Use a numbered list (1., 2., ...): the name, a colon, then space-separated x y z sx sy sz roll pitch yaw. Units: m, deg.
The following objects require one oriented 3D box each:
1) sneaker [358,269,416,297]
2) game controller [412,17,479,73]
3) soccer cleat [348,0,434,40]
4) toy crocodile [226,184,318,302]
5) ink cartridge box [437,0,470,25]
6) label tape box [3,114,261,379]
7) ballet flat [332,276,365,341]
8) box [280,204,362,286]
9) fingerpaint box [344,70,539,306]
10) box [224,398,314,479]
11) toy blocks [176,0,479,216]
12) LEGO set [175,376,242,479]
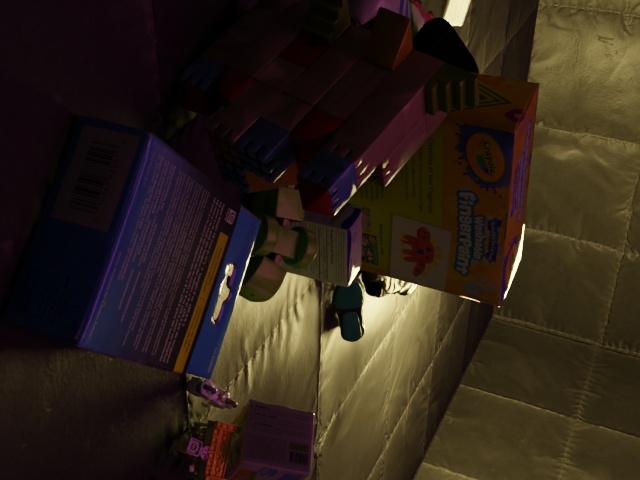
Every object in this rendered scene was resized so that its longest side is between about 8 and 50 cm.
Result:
1. sneaker: 0.146 0.087 2.095 0.124 0.107 0.283 -55 151 -12
2. game controller: 0.203 -0.288 1.729 0.067 0.166 0.319 -30 167 -31
3. soccer cleat: 0.124 -0.421 1.673 0.143 0.116 0.331 -60 158 3
4. toy crocodile: -0.065 -0.067 1.398 0.115 0.105 0.340 18 80 -43
5. ink cartridge box: 0.305 -0.654 1.936 0.275 0.060 0.239 100 -13 -66
6. label tape box: -0.209 0.027 1.067 0.333 0.106 0.241 43 63 -68
7. ballet flat: 0.063 0.139 1.942 0.068 0.072 0.213 -95 180 -47
8. box: 0.000 0.000 1.554 0.072 0.137 0.126 -53 150 -48
9. fingerpaint box: 0.207 -0.115 1.689 0.445 0.371 0.163 82 30 -44
10. box: -0.099 0.353 1.420 0.203 0.114 0.103 124 -24 -51
11. toy blocks: -0.031 -0.164 1.117 0.261 0.381 0.191 -48 150 -23
12. LEGO set: -0.222 0.353 1.319 0.132 0.107 0.287 46 59 -26
